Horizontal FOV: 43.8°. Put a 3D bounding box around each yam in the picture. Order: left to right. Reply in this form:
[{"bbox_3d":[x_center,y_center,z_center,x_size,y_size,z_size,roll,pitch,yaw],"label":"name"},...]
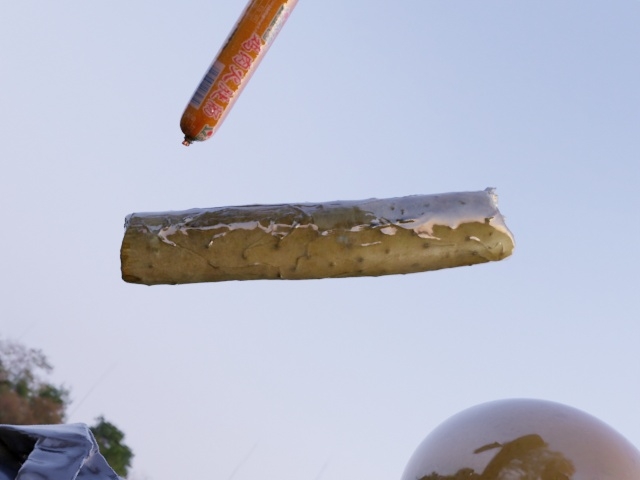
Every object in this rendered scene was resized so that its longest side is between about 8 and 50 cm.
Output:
[{"bbox_3d":[0.000,0.000,0.752,0.371,0.083,0.083,-5,-31,-7],"label":"yam"}]

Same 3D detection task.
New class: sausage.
[{"bbox_3d":[-0.075,-0.264,0.973,0.053,0.348,0.053,32,4,-3],"label":"sausage"}]

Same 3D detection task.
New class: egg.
[{"bbox_3d":[0.204,0.280,0.782,0.250,0.250,0.322,36,-20,1],"label":"egg"}]

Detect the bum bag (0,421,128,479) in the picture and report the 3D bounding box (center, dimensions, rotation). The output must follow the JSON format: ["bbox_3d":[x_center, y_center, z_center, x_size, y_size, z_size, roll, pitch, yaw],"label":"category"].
[{"bbox_3d":[-0.071,0.181,0.372,0.310,0.074,0.137,28,14,24],"label":"bum bag"}]
